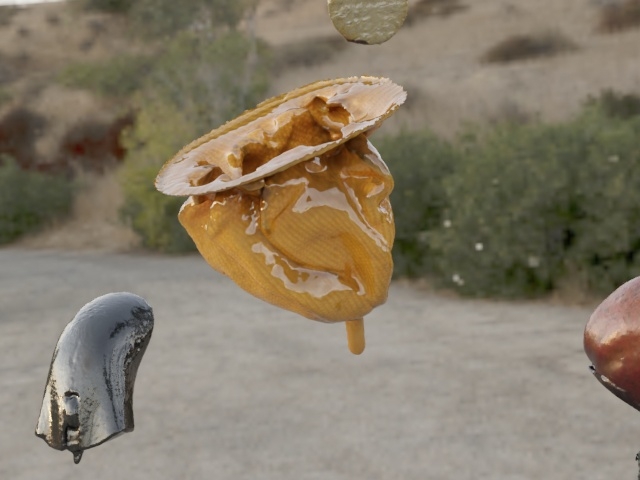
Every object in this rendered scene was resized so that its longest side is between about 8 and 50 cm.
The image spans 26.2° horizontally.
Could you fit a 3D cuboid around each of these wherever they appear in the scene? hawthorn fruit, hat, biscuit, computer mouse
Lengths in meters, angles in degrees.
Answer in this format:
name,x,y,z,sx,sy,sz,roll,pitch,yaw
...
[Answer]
name,x,y,z,sx,sy,sz,roll,pitch,yaw
hawthorn fruit,0.532,0.150,2.131,0.215,0.215,0.250,-10,-31,-46
hat,0.000,0.000,1.266,0.233,0.233,0.244,-16,20,9
biscuit,0.068,-0.337,1.963,0.120,0.120,0.015,-6,15,-8
computer mouse,-0.321,0.177,1.904,0.147,0.264,0.088,-6,-29,20

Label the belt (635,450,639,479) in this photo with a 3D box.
name,x,y,z,sx,sy,sz,roll,pitch,yaw
belt,0.392,0.177,1.214,0.160,0.295,0.207,22,55,29
